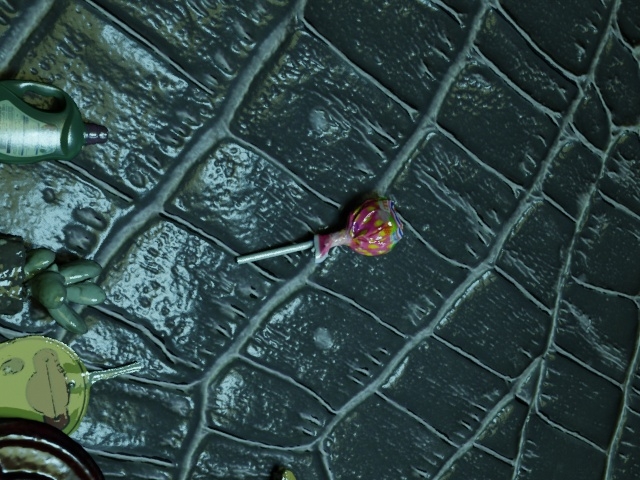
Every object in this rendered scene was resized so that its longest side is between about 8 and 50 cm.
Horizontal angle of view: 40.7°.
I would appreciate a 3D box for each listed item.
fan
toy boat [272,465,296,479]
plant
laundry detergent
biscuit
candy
[{"bbox_3d":[-0.497,0.279,1.613,0.334,0.011,0.230,-12,105,-25],"label":"fan"},{"bbox_3d":[-0.151,0.626,1.827,0.121,0.089,0.321,33,82,-18],"label":"toy boat"},{"bbox_3d":[-0.507,0.067,1.491,0.274,0.149,0.147,17,91,-33],"label":"plant"},{"bbox_3d":[-0.480,-0.204,1.496,0.221,0.078,0.144,-3,97,-28],"label":"laundry detergent"},{"bbox_3d":[-0.583,0.524,1.561,0.407,0.091,0.408,-6,103,-26],"label":"biscuit"},{"bbox_3d":[0.000,0.000,1.803,0.365,0.124,0.124,-13,105,-18],"label":"candy"}]
